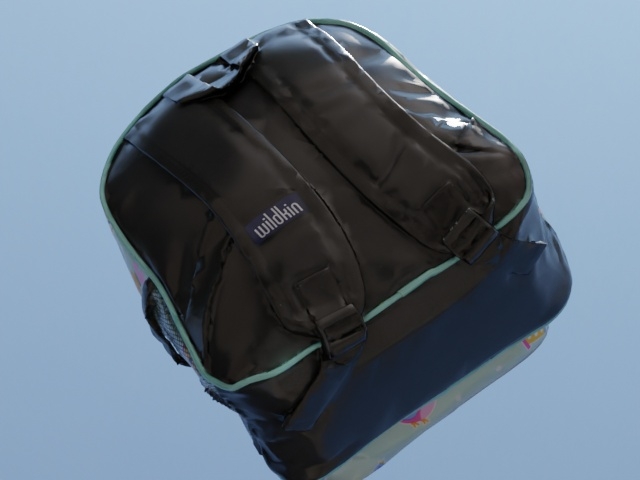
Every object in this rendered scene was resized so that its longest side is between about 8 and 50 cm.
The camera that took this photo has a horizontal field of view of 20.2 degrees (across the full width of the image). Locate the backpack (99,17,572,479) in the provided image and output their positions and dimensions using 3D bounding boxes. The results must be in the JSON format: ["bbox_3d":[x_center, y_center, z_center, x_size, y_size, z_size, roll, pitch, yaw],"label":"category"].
[{"bbox_3d":[0.000,0.000,0.782,0.166,0.144,0.188,-37,-127,-6],"label":"backpack"}]
